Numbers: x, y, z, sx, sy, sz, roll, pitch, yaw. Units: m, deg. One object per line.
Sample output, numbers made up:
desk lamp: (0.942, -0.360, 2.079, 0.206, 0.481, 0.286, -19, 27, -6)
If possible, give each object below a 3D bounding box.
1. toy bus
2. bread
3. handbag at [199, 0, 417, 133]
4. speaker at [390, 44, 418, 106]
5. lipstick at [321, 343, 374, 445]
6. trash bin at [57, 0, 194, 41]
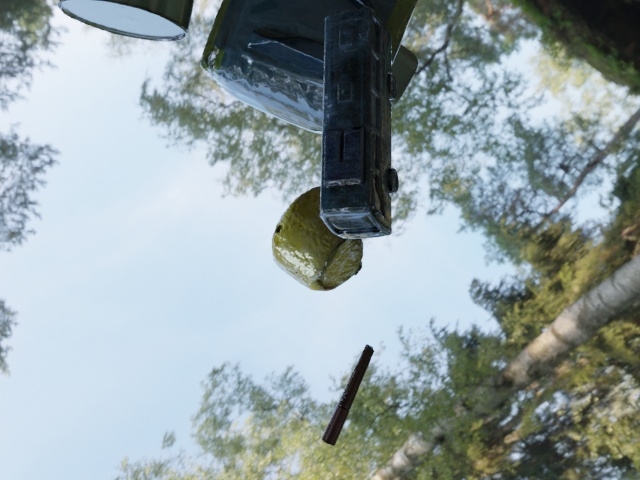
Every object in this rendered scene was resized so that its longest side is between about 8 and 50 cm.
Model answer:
toy bus: (0.027, -0.087, 0.517, 0.047, 0.065, 0.165, -4, -103, 21)
bread: (-0.004, 0.001, 1.447, 0.170, 0.197, 0.197, 39, -135, 26)
handbag: (-0.012, -0.297, 0.983, 0.241, 0.263, 0.222, 23, -173, -4)
speaker: (0.047, -0.524, 1.876, 0.406, 0.183, 0.184, 36, -170, 31)
lipstick: (0.048, 0.256, 1.154, 0.027, 0.027, 0.176, 24, -93, -6)
trash bin: (-0.341, -0.626, 1.312, 0.280, 0.280, 0.431, 8, -89, -21)
